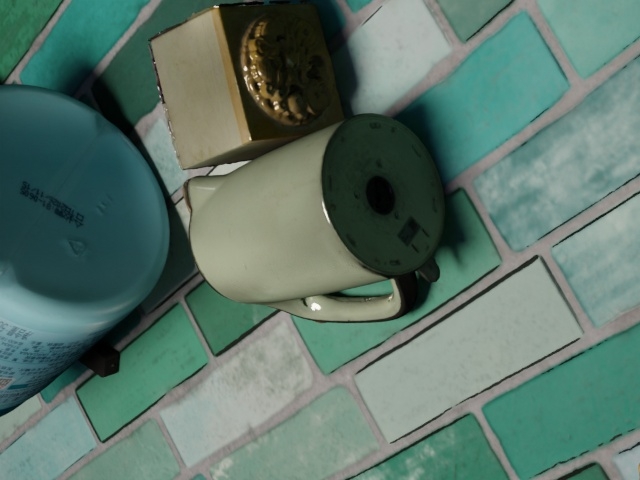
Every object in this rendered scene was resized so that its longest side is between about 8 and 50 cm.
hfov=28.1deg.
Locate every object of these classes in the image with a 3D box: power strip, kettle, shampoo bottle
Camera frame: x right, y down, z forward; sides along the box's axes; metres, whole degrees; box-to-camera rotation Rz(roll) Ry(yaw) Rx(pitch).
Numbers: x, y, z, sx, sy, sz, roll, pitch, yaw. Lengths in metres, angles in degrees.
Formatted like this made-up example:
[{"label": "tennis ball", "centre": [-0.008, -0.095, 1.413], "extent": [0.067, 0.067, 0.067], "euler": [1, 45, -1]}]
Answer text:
[{"label": "power strip", "centre": [-0.327, 0.153, 1.799], "extent": [0.111, 0.029, 0.038], "euler": [28, 122, 35]}, {"label": "kettle", "centre": [0.000, 0.000, 1.342], "extent": [0.255, 0.165, 0.240], "euler": [-18, 120, 47]}, {"label": "shampoo bottle", "centre": [-0.408, 0.023, 1.610], "extent": [0.343, 0.331, 0.331], "euler": [-37, 78, 43]}]

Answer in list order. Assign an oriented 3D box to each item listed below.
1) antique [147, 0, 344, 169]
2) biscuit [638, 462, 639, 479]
[{"label": "antique", "centre": [-0.072, -0.168, 1.343], "extent": [0.148, 0.147, 0.152], "euler": [-15, 89, 47]}, {"label": "biscuit", "centre": [0.338, 0.336, 1.172], "extent": [0.160, 0.030, 0.249], "euler": [-143, 48, -63]}]
